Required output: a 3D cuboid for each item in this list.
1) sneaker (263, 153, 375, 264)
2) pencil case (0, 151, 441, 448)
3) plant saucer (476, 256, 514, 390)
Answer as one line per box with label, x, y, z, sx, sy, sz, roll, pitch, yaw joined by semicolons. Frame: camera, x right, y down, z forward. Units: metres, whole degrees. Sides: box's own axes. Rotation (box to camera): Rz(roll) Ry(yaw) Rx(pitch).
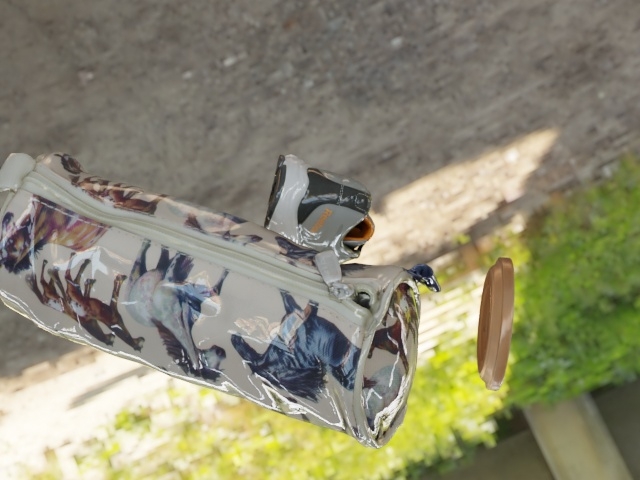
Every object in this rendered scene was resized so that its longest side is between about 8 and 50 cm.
sneaker;0.000;0.000;1.485;0.108;0.100;0.271;12;163;3
pencil case;-0.105;0.042;1.290;0.160;0.410;0.184;-53;154;-42
plant saucer;0.108;0.052;0.891;0.013;0.084;0.083;6;159;1
